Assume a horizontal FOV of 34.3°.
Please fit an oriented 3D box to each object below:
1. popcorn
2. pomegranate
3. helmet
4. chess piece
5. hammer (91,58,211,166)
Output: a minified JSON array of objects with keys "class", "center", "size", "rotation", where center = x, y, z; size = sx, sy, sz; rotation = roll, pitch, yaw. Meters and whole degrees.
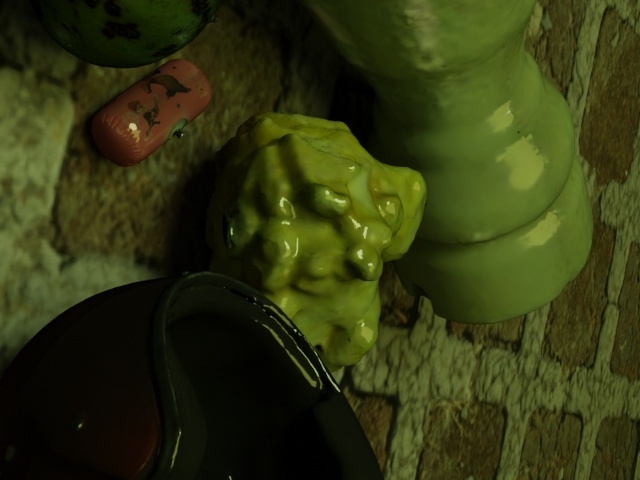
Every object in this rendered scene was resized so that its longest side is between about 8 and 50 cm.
[{"class":"popcorn","center":[-0.011,-0.002,0.660],"size":[0.142,0.173,0.173],"rotation":[24,73,-13]},{"class":"pomegranate","center":[-0.115,-0.159,0.531],"size":[0.161,0.122,0.122],"rotation":[29,71,-23]},{"class":"helmet","center":[-0.084,0.121,0.550],"size":[0.189,0.193,0.216],"rotation":[31,71,-46]},{"class":"chess piece","center":[0.084,-0.140,0.729],"size":[0.234,0.234,0.442],"rotation":[-56,142,-32]},{"class":"hammer","center":[-0.100,-0.076,0.620],"size":[0.083,0.043,0.043],"rotation":[-47,133,-40]}]
